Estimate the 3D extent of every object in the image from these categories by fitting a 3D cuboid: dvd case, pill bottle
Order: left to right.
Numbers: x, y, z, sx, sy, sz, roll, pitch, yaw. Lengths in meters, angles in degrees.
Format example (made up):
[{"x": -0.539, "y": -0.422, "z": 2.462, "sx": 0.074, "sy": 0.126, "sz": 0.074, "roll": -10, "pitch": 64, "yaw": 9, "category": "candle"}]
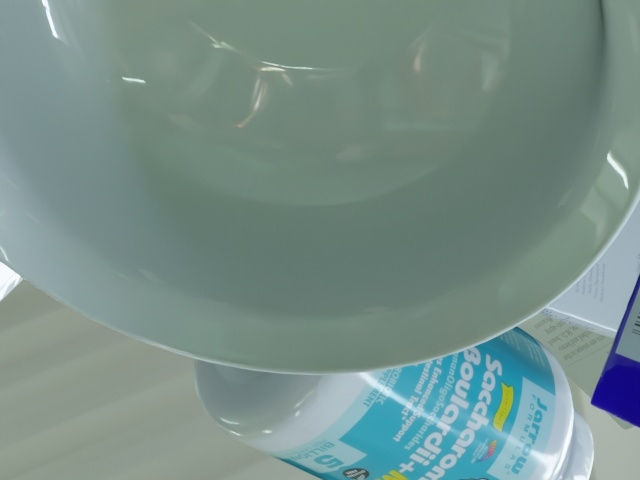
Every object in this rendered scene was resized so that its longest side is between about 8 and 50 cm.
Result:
[{"x": 0.060, "y": 0.098, "z": 0.793, "sx": 0.146, "sy": 0.264, "sz": 0.146, "roll": -31, "pitch": -137, "yaw": 35, "category": "pill bottle"}, {"x": 0.219, "y": -0.018, "z": 1.093, "sx": 0.253, "sy": 0.180, "sz": 0.022, "roll": 18, "pitch": 161, "yaw": -37, "category": "dvd case"}]

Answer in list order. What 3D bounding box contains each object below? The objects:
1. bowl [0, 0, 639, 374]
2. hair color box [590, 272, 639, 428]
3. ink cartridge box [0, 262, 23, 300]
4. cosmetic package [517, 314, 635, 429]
[{"x": -0.019, "y": -0.095, "z": 0.485, "sx": 0.298, "sy": 0.298, "sz": 0.134, "roll": -5, "pitch": -139, "yaw": 19, "category": "bowl"}, {"x": 0.361, "y": 0.078, "z": 0.779, "sx": 0.339, "sy": 0.185, "sz": 0.110, "roll": 21, "pitch": -179, "yaw": -13, "category": "hair color box"}, {"x": -0.248, "y": 0.009, "z": 0.765, "sx": 0.104, "sy": 0.061, "sz": 0.181, "roll": 13, "pitch": -142, "yaw": 21, "category": "ink cartridge box"}, {"x": 0.470, "y": 0.006, "z": 1.849, "sx": 0.329, "sy": 0.394, "sz": 0.327, "roll": -46, "pitch": 177, "yaw": -26, "category": "cosmetic package"}]
